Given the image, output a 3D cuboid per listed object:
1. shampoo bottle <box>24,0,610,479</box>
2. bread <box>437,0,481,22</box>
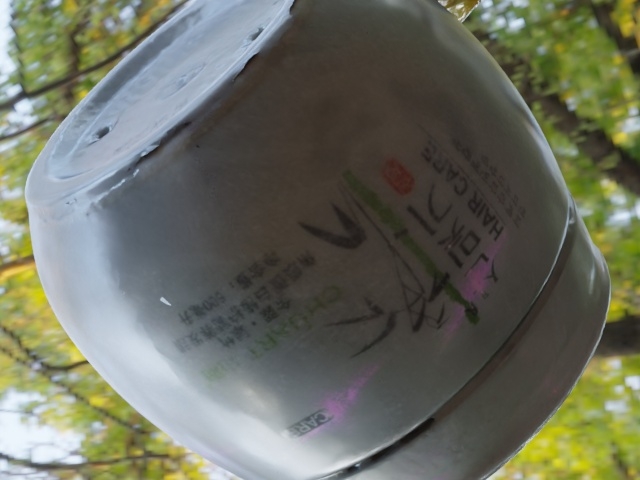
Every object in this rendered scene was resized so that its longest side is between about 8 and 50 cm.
[{"bbox_3d":[0.000,0.000,0.997,0.266,0.273,0.273,46,-117,-20],"label":"shampoo bottle"},{"bbox_3d":[0.065,-0.247,1.335,0.174,0.245,0.121,45,-145,15],"label":"bread"}]
